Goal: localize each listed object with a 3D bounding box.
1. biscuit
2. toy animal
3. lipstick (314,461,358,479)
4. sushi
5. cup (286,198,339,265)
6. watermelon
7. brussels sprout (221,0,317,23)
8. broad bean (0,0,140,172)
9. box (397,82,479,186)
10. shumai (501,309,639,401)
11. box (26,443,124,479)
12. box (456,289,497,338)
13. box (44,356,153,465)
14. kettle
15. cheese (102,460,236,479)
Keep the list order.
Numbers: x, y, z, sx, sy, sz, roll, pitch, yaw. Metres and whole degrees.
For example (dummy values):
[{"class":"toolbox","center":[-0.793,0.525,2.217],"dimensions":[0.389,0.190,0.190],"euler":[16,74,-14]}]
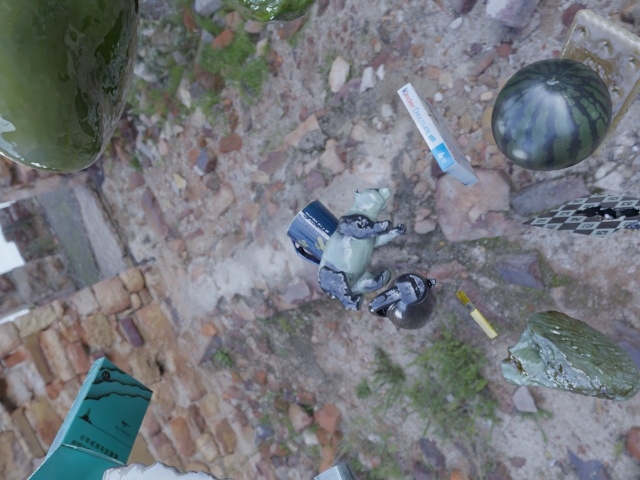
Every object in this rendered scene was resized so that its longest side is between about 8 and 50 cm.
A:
[{"class":"biscuit","center":[0.644,-0.364,1.152],"dimensions":[0.217,0.044,0.324],"euler":[50,163,27]},{"class":"toy animal","center":[0.073,0.006,0.861],"dimensions":[0.121,0.094,0.225],"euler":[22,94,33]},{"class":"lipstick","center":[0.054,0.445,0.731],"dimensions":[0.063,0.057,0.186],"euler":[-34,55,11]},{"class":"sushi","center":[0.774,-0.055,1.349],"dimensions":[0.290,0.264,0.050],"euler":[-148,37,-71]},{"class":"cup","center":[0.000,0.000,1.311],"dimensions":[0.155,0.131,0.176],"euler":[40,134,13]},{"class":"watermelon","center":[0.429,-0.234,0.900],"dimensions":[0.212,0.212,0.212],"euler":[27,130,38]},{"class":"brussels sprout","center":[-0.100,-0.486,0.801],"dimensions":[0.220,0.271,0.210],"euler":[28,111,21]},{"class":"broad bean","center":[-0.254,-0.184,0.453],"dimensions":[0.121,0.263,0.189],"euler":[0,155,14]},{"class":"box","center":[0.344,-0.295,1.375],"dimensions":[0.048,0.265,0.273],"euler":[-32,70,25]},{"class":"shumai","center":[0.591,0.312,1.148],"dimensions":[0.272,0.222,0.203],"euler":[47,133,47]},{"class":"box","center":[-0.408,0.462,0.650],"dimensions":[0.118,0.311,0.205],"euler":[19,103,-2]},{"class":"box","center":[0.392,0.183,1.212],"dimensions":[0.023,0.155,0.087],"euler":[-42,96,10]},{"class":"box","center":[-0.466,0.393,1.040],"dimensions":[0.042,0.226,0.161],"euler":[-22,126,23]},{"class":"kettle","center":[0.310,0.224,1.805],"dimensions":[0.290,0.269,0.207],"euler":[61,-173,-69]},{"class":"cheese","center":[-0.094,0.357,0.510],"dimensions":[0.333,0.153,0.292],"euler":[0,144,27]}]
